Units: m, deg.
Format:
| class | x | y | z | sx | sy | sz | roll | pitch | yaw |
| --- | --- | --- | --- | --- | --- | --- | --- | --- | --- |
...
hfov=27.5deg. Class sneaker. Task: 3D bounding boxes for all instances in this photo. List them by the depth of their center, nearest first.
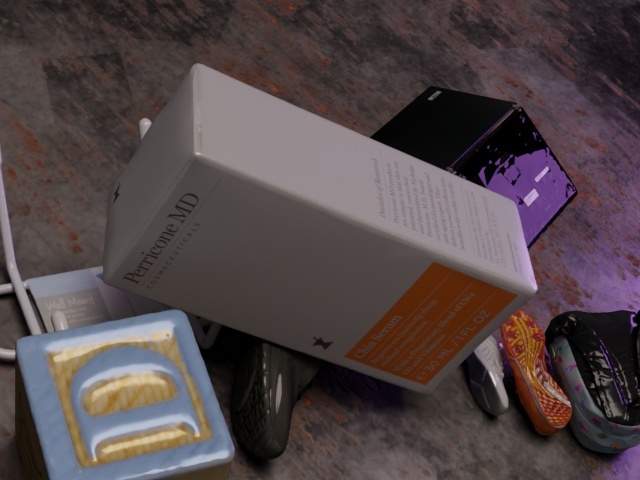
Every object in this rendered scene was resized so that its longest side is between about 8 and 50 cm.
| class | x | y | z | sx | sy | sz | roll | pitch | yaw |
| --- | --- | --- | --- | --- | --- | --- | --- | --- | --- |
| sneaker | -0.036 | 0.142 | 1.612 | 0.130 | 0.109 | 0.286 | 18 | 49 | -18 |
| sneaker | 0.272 | 0.174 | 1.726 | 0.064 | 0.067 | 0.175 | -6 | 67 | -22 |
| sneaker | 0.223 | 0.162 | 1.733 | 0.061 | 0.054 | 0.152 | -1 | 51 | -27 |

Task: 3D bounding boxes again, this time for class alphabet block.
| class | x | y | z | sx | sy | sz | roll | pitch | yaw |
| --- | --- | --- | --- | --- | --- | --- | --- | --- | --- |
| alphabet block | -0.215 | 0.216 | 1.390 | 0.192 | 0.197 | 0.193 | -8 | 55 | -20 |

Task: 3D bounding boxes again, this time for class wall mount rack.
| class | x | y | z | sx | sy | sz | roll | pitch | yaw |
| --- | --- | --- | --- | --- | --- | --- | --- | --- | --- |
| wall mount rack | -0.270 | 0.010 | 1.606 | 0.350 | 0.130 | 0.304 | -9 | 55 | -30 |

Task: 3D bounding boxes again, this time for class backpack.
| class | x | y | z | sx | sy | sz | roll | pitch | yaw |
| --- | --- | --- | --- | --- | --- | --- | --- | --- | --- |
| backpack | 0.383 | 0.187 | 1.735 | 0.152 | 0.115 | 0.182 | -4 | 53 | -11 |

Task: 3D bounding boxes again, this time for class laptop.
| class | x | y | z | sx | sy | sz | roll | pitch | yaw |
| --- | --- | --- | --- | --- | --- | --- | --- | --- | --- |
| laptop | 0.228 | -0.104 | 1.993 | 0.264 | 0.136 | 0.234 | 55 | 48 | -8 |

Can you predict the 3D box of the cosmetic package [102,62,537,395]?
| class | x | y | z | sx | sy | sz | roll | pitch | yaw |
| --- | --- | --- | --- | --- | --- | --- | --- | --- | --- |
| cosmetic package | 0.000 | 0.000 | 1.530 | 0.453 | 0.230 | 0.161 | 21 | 40 | -24 |
